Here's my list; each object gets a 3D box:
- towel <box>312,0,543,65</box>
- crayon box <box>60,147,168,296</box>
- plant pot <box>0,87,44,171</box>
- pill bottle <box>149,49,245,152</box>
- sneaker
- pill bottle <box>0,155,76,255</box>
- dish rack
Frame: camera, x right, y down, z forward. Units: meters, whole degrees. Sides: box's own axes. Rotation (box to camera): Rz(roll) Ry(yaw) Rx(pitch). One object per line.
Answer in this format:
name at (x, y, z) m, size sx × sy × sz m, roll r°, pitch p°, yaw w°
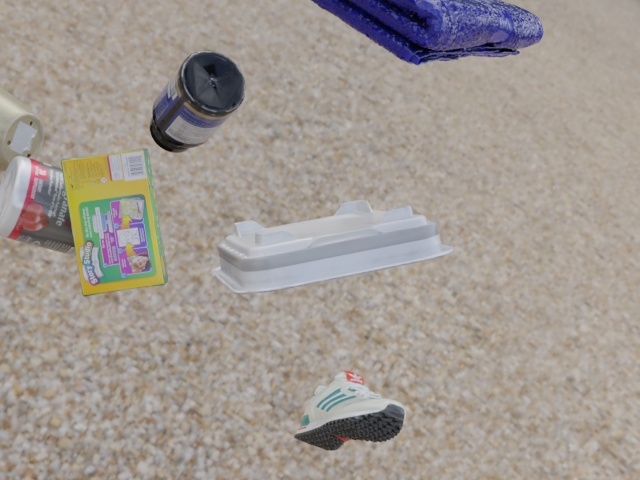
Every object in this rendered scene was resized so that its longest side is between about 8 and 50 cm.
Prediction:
towel at (0.107, -0.272, 1.106) m, size 0.228 × 0.076 × 0.308 m, roll 32°, pitch 24°, yaw 24°
crayon box at (-0.411, -0.037, 1.909) m, size 0.165 × 0.278 × 0.081 m, roll -8°, pitch 5°, yaw -1°
plant pot at (-0.771, -0.256, 2.139) m, size 0.274 × 0.256 × 0.256 m, roll 17°, pitch 19°, yaw 24°
pill bottle at (-0.229, -0.240, 1.700) m, size 0.123 × 0.219 × 0.122 m, roll 10°, pitch 69°, yaw -26°
sneaker at (0.030, 0.160, 0.945) m, size 0.057 × 0.161 × 0.075 m, roll 26°, pitch 60°, yaw -21°
pill bottle at (-0.527, -0.055, 2.051) m, size 0.319 × 0.176 × 0.176 m, roll 17°, pitch 30°, yaw -29°
dish rack at (0.000, 0.000, 1.273) m, size 0.286 × 0.072 × 0.333 m, roll -10°, pitch 6°, yaw -12°
